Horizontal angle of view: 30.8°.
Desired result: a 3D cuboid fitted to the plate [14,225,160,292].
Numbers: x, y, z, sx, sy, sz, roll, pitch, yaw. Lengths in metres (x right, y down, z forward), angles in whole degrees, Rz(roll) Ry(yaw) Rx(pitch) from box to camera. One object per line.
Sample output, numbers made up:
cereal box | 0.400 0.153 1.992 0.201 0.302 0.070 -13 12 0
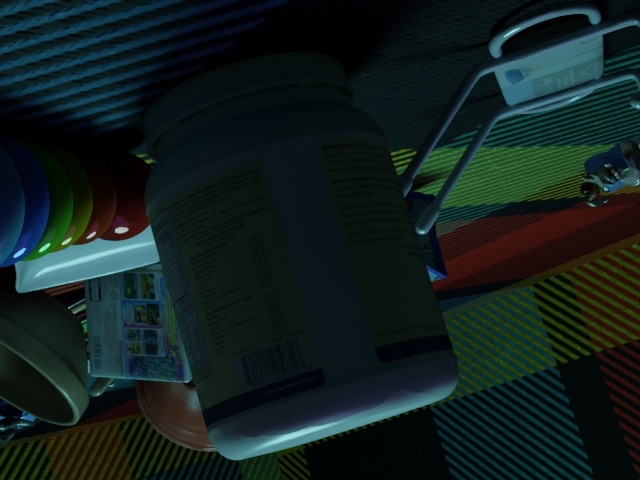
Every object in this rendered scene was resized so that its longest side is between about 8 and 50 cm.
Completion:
plate | -0.225 -0.015 1.358 0.278 0.045 0.277 -14 168 -15

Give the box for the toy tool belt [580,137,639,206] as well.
toy tool belt | 0.302 -0.077 1.228 0.083 0.052 0.051 -31 133 30

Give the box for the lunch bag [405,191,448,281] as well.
lunch bag | 0.000 0.000 1.637 0.221 0.138 0.293 -23 155 36

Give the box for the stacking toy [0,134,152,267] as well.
stacking toy | -0.261 -0.040 1.027 0.141 0.141 0.330 -23 175 28

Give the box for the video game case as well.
video game case | -0.240 0.106 1.522 0.143 0.157 0.019 1 -170 17

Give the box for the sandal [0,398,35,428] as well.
sandal | -0.582 0.285 2.086 0.126 0.138 0.317 -13 170 -27

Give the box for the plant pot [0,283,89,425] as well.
plant pot | -0.394 0.136 1.554 0.110 0.237 0.237 -57 -169 -30

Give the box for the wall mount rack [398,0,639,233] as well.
wall mount rack | 0.213 -0.124 1.242 0.304 0.130 0.350 -19 168 11

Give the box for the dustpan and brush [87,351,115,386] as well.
dustpan and brush | -0.366 0.185 1.914 0.147 0.211 0.060 -13 130 -17

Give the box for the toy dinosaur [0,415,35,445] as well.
toy dinosaur | -0.534 0.217 1.720 0.322 0.164 0.218 14 158 28

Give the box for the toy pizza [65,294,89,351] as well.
toy pizza | -0.360 0.138 1.799 0.201 0.032 0.201 -30 161 -12

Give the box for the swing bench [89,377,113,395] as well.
swing bench | -0.151 0.147 1.649 0.253 0.165 0.255 15 -165 14

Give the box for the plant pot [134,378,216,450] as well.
plant pot | -0.182 0.200 1.988 0.272 0.272 0.265 -14 161 -14

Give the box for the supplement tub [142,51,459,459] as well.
supplement tub | -0.027 0.016 1.068 0.235 0.325 0.235 -16 169 -3
